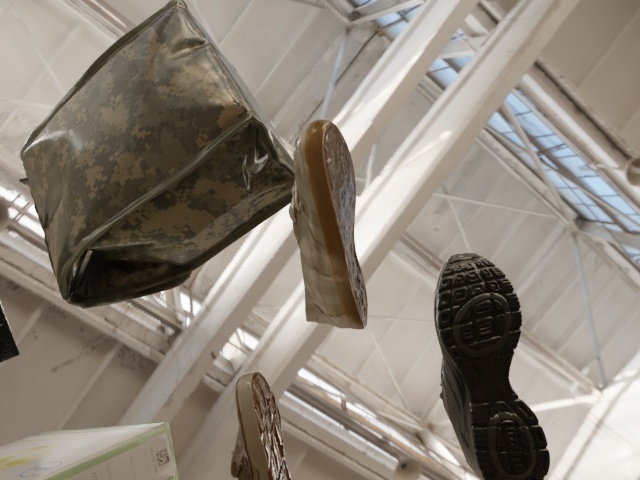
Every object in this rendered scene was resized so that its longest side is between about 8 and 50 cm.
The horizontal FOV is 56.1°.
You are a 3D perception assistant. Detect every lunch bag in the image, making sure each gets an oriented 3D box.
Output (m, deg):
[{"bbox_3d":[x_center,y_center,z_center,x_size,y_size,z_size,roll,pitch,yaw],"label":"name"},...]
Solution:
[{"bbox_3d":[-0.196,-0.084,0.683,0.287,0.235,0.169,-35,-32,4],"label":"lunch bag"}]

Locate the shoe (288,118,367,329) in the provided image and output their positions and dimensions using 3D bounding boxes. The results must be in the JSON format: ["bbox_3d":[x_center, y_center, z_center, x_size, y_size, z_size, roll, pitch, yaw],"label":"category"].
[{"bbox_3d":[0.000,0.000,0.497,0.058,0.076,0.219,1,-47,13],"label":"shoe"}]

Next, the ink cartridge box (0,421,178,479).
[{"bbox_3d":[-0.245,0.193,0.423,0.171,0.235,0.056,-14,-95,31],"label":"ink cartridge box"}]

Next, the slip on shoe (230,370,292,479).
[{"bbox_3d":[-0.049,0.163,0.447,0.041,0.051,0.135,-9,-73,13],"label":"slip on shoe"}]

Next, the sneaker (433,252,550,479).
[{"bbox_3d":[0.186,0.159,0.740,0.109,0.130,0.286,-3,-103,-10],"label":"sneaker"}]

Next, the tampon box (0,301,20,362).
[{"bbox_3d":[-0.421,0.067,0.653,0.120,0.101,0.161,-22,-42,-28],"label":"tampon box"}]
